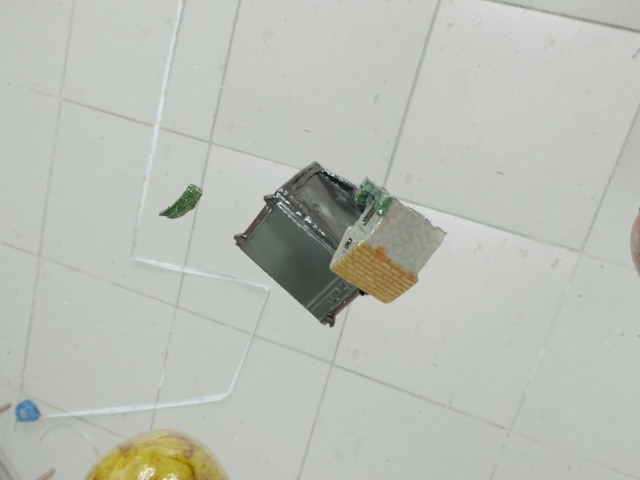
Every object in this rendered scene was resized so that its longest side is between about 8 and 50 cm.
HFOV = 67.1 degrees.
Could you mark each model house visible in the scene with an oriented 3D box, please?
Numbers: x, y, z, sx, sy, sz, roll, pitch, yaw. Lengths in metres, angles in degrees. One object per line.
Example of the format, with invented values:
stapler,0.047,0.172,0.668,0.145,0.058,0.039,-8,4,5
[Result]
model house,0.059,-0.001,0.516,0.087,0.101,0.100,30,102,-21

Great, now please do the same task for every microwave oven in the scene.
microwave oven,0.000,0.000,0.909,0.247,0.178,0.188,43,128,-2

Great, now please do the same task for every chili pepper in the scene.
chili pepper,-0.236,-0.052,0.801,0.035,0.055,0.117,54,138,-6

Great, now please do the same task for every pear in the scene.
pear,-0.272,0.446,0.786,0.280,0.280,0.281,2,100,14

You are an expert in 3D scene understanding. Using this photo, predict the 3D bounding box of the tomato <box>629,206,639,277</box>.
tomato,0.507,0.026,0.606,0.181,0.155,0.214,45,149,-6
